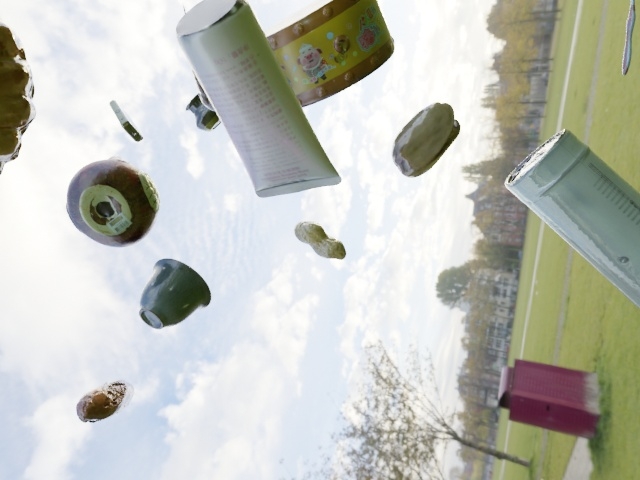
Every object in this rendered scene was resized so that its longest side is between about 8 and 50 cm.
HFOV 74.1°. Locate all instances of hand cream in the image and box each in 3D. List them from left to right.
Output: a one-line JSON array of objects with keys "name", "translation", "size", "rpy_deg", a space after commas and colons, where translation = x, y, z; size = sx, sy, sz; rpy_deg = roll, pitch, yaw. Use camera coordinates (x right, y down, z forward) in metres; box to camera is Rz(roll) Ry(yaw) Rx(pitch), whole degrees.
[{"name": "hand cream", "translation": [-0.101, -0.217, 0.723], "size": [0.359, 0.185, 0.118], "rpy_deg": [63, -153, -42]}]

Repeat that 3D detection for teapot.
[{"name": "teapot", "translation": [-0.402, -0.479, 1.538], "size": [0.119, 0.130, 0.166], "rpy_deg": [45, -103, -12]}]

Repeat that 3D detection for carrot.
[{"name": "carrot", "translation": [-0.284, -0.425, 1.012], "size": [0.298, 0.078, 0.078], "rpy_deg": [84, -157, -66]}]

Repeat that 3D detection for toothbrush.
[{"name": "toothbrush", "translation": [0.589, -0.408, 0.803], "size": [0.019, 0.013, 0.193], "rpy_deg": [8, -91, -33]}]

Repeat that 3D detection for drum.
[{"name": "drum", "translation": [-0.002, -0.593, 1.287], "size": [0.214, 0.430, 0.431], "rpy_deg": [60, -138, -30]}]

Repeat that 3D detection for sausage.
[{"name": "sausage", "translation": [-0.491, 0.370, 0.996], "size": [0.326, 0.087, 0.079], "rpy_deg": [138, 115, -68]}]

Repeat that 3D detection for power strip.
[{"name": "power strip", "translation": [-0.575, -0.351, 1.253], "size": [0.028, 0.169, 0.076], "rpy_deg": [-37, -35, -6]}]

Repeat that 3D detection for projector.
[{"name": "projector", "translation": [0.410, 0.001, 0.565], "size": [0.108, 0.337, 0.108], "rpy_deg": [-46, -4, -4]}]

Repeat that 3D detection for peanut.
[{"name": "peanut", "translation": [0.000, 0.000, 1.329], "size": [0.082, 0.187, 0.082], "rpy_deg": [-50, -6, -8]}]

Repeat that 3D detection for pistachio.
[{"name": "pistachio", "translation": [0.266, -0.251, 1.072], "size": [0.206, 0.131, 0.129], "rpy_deg": [-47, -40, 1]}]

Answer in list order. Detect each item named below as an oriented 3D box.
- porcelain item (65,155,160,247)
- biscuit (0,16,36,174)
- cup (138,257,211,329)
[{"name": "porcelain item", "translation": [-0.564, -0.111, 1.186], "size": [0.253, 0.252, 0.253], "rpy_deg": [-30, -56, -59]}, {"name": "biscuit", "translation": [-0.566, -0.216, 0.562], "size": [0.107, 0.325, 0.326], "rpy_deg": [-132, 45, -78]}, {"name": "cup", "translation": [-0.435, 0.172, 1.205], "size": [0.150, 0.199, 0.199], "rpy_deg": [-58, -34, -46]}]
